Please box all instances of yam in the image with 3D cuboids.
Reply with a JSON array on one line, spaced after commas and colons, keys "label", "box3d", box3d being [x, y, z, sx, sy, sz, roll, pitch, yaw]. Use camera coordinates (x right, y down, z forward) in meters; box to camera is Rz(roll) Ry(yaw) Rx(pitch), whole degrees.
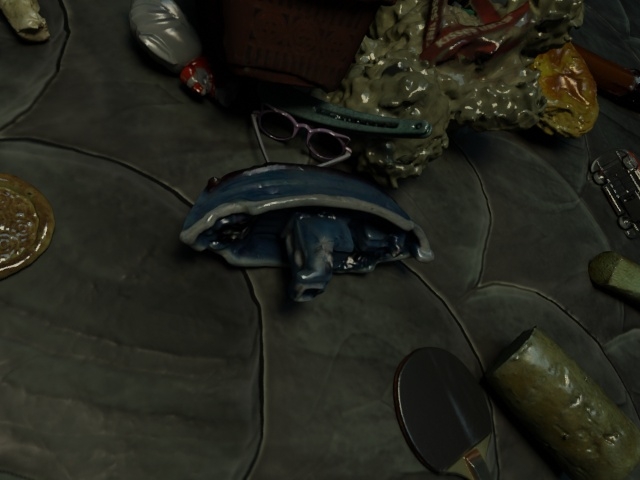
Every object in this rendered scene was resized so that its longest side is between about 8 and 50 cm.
[{"label": "yam", "box3d": [0.300, 0.204, 0.574, 0.194, 0.107, 0.107, 48, 56, 2]}, {"label": "yam", "box3d": [0.554, 0.077, 0.779, 0.169, 0.068, 0.069, 24, 59, -14]}]

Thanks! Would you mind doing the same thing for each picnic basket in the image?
[{"label": "picnic basket", "box3d": [-0.062, -0.290, 0.555, 0.222, 0.129, 0.297, 0, 37, -27]}]

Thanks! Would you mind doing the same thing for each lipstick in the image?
[{"label": "lipstick", "box3d": [0.667, -0.377, 1.040, 0.417, 0.077, 0.077, 12, 63, -20]}]

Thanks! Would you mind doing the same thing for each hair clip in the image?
[{"label": "hair clip", "box3d": [0.031, -0.159, 0.567, 0.229, 0.070, 0.039, 17, 82, 20]}]

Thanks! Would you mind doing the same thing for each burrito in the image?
[{"label": "burrito", "box3d": [-0.361, -0.294, 0.517, 0.041, 0.055, 0.149, -32, 84, -3]}]

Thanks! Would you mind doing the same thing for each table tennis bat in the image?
[{"label": "table tennis bat", "box3d": [0.166, 0.236, 0.546, 0.130, 0.019, 0.221, -19, 75, -30]}]

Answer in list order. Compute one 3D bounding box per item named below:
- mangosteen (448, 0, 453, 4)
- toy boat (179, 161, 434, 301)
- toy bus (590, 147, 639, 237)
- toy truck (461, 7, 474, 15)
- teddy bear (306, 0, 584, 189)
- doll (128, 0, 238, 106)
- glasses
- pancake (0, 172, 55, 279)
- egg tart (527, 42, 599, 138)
[{"label": "mangosteen", "box3d": [0.157, -0.532, 0.788, 0.288, 0.231, 0.232, 13, 60, 2]}, {"label": "toy boat", "box3d": [0.000, 0.000, 0.508, 0.308, 0.129, 0.143, 5, 54, -25]}, {"label": "toy bus", "box3d": [0.615, -0.098, 0.889, 0.077, 0.079, 0.175, -8, 70, -38]}, {"label": "toy truck", "box3d": [0.331, -0.403, 0.894, 0.147, 0.065, 0.079, -8, 67, -27]}, {"label": "teddy bear", "box3d": [0.156, -0.243, 0.654, 0.357, 0.225, 0.368, 24, 59, 8]}, {"label": "doll", "box3d": [-0.178, -0.245, 0.571, 0.180, 0.079, 0.094, 45, 41, -16]}, {"label": "glasses", "box3d": [-0.038, -0.102, 0.572, 0.139, 0.062, 0.104, 23, 61, -5]}, {"label": "pancake", "box3d": [-0.318, -0.016, 0.430, 0.114, 0.011, 0.115, 10, 62, -20]}, {"label": "egg tart", "box3d": [0.430, -0.296, 0.862, 0.240, 0.106, 0.241, 8, 71, -25]}]
